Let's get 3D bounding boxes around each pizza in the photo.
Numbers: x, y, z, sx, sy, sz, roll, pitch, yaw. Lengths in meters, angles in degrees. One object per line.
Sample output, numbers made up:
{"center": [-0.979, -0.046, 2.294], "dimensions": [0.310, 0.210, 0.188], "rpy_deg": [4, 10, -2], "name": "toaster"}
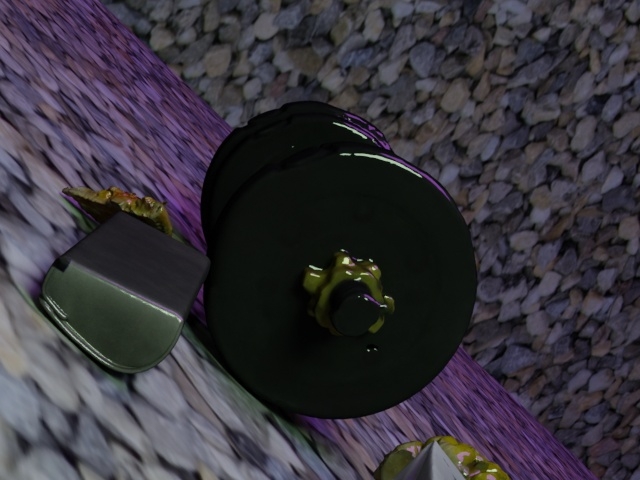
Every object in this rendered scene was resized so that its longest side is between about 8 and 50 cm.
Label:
{"center": [-0.129, -0.023, 0.782], "dimensions": [0.078, 0.025, 0.083], "rpy_deg": [31, -21, -5], "name": "pizza"}

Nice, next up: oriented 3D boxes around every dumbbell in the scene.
{"center": [0.000, 0.000, 0.896], "dimensions": [0.185, 0.185, 0.388], "rpy_deg": [45, 4, -14], "name": "dumbbell"}

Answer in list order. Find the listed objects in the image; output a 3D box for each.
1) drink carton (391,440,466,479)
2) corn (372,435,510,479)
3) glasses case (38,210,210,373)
{"center": [0.056, 0.172, 0.458], "dimensions": [0.134, 0.102, 0.222], "rpy_deg": [44, 5, 3], "name": "drink carton"}
{"center": [0.128, 0.219, 0.740], "dimensions": [0.320, 0.097, 0.097], "rpy_deg": [45, 5, -36], "name": "corn"}
{"center": [-0.104, 0.023, 0.660], "dimensions": [0.072, 0.042, 0.190], "rpy_deg": [36, 6, -6], "name": "glasses case"}
